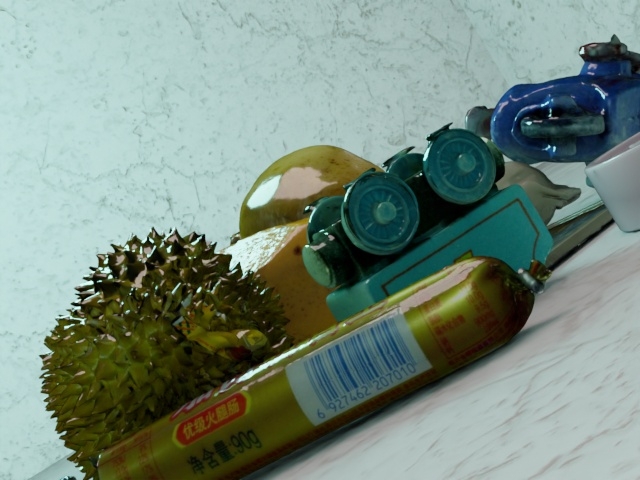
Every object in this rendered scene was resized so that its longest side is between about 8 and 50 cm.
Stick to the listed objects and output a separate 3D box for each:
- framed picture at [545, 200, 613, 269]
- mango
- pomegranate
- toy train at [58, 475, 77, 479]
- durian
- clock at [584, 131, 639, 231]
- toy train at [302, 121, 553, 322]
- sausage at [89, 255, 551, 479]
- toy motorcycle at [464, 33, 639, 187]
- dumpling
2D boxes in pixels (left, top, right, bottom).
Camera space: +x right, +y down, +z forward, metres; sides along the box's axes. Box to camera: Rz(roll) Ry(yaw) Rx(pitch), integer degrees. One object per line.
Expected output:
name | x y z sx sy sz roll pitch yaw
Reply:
framed picture | 0.228 0.012 0.960 0.250 0.016 0.184 -30 -2 -37
mango | -0.041 0.075 1.086 0.290 0.191 0.160 -33 31 13
pomegranate | 0.013 -0.006 1.419 0.307 0.307 0.307 -30 -1 -1
toy train | -0.266 0.260 0.741 0.060 0.081 0.202 -32 -2 33
durian | -0.148 0.113 0.860 0.258 0.258 0.293 -30 10 1
clock | 0.336 -0.084 0.795 0.197 0.068 0.197 -30 -1 -1
toy train | 0.088 0.005 0.765 0.203 0.163 0.112 -31 1 -22
sausage | -0.002 0.107 0.662 0.372 0.082 0.082 -30 -1 13
toy motorcycle | 0.343 -0.144 1.187 0.319 0.182 0.241 -9 -16 -30
dumpling | 0.234 -0.037 1.158 0.199 0.118 0.136 -11 -5 17
